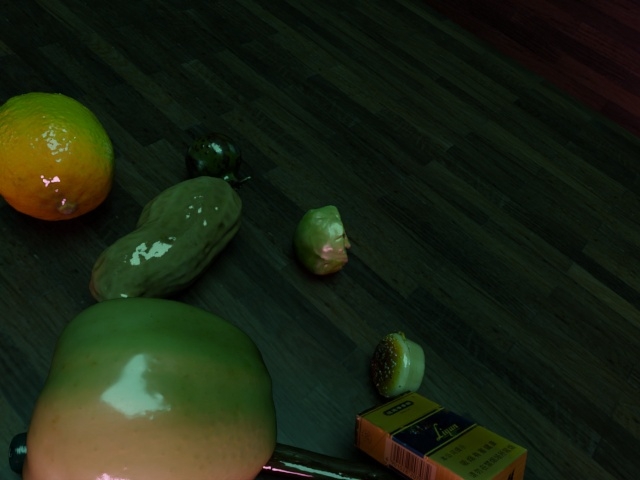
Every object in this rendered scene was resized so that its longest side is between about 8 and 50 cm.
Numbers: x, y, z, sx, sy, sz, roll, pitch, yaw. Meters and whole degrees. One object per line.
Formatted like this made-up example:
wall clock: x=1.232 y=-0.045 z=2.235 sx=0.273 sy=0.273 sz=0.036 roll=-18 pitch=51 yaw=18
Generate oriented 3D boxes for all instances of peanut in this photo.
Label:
peanut: x=-0.310 y=-0.002 z=1.060 sx=0.192 sy=0.169 sz=0.387 roll=27 pitch=49 yaw=13

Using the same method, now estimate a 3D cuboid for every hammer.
hammer: x=0.058 y=0.403 z=0.868 sx=0.409 sy=0.095 sz=0.242 roll=8 pitch=12 yaw=7

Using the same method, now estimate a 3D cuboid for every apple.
apple: x=-0.247 y=0.253 z=0.763 sx=0.358 sy=0.357 sz=0.357 roll=9 pitch=50 yaw=-10

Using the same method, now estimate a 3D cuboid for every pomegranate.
pomegranate: x=-0.256 y=-0.182 z=1.246 sx=0.149 sy=0.148 sz=0.169 roll=-12 pitch=54 yaw=-25

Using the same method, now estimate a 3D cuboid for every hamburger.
hamburger: x=0.150 y=0.247 z=1.025 sx=0.082 sy=0.126 sz=0.141 roll=20 pitch=52 yaw=-14

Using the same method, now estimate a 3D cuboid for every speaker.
speaker: x=-0.447 y=0.350 z=0.809 sx=0.075 sy=0.060 sz=0.094 roll=-3 pitch=88 yaw=-20

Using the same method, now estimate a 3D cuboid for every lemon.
lemon: x=-0.569 y=-0.181 z=1.077 sx=0.245 sy=0.245 sz=0.319 roll=-16 pitch=60 yaw=-28

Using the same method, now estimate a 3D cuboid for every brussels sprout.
brussels sprout: x=-0.005 y=0.000 z=1.172 sx=0.122 sy=0.149 sz=0.151 roll=-16 pitch=17 yaw=-10

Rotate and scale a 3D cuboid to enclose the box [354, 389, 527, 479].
box: x=0.191 y=0.342 z=0.841 sx=0.152 sy=0.070 sz=0.237 roll=-7 pitch=18 yaw=-42
